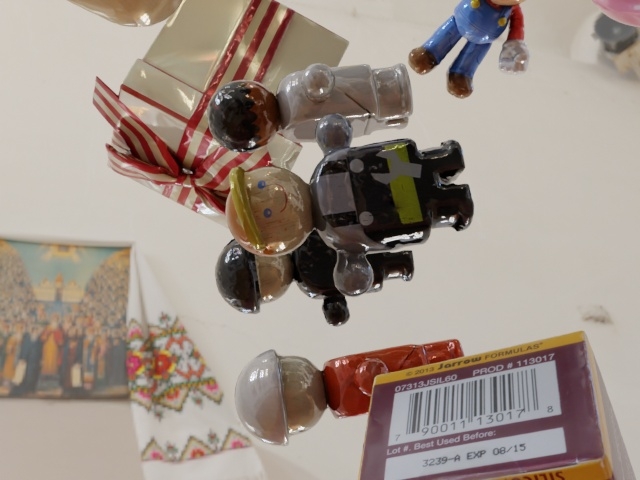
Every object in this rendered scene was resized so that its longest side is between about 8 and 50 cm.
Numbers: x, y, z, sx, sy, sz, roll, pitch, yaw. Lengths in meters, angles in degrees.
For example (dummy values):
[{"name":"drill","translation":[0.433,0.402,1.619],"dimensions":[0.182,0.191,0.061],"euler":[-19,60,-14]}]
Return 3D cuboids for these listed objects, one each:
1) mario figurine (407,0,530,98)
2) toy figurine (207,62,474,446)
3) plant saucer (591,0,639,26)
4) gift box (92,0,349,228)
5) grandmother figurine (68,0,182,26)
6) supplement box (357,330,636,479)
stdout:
[{"name":"mario figurine","translation":[0.275,-0.389,1.411],"dimensions":[0.198,0.170,0.320],"euler":[6,-46,-33]},{"name":"toy figurine","translation":[0.000,0.000,0.541],"dimensions":[0.148,0.213,0.209],"euler":[-9,-54,-5]},{"name":"plant saucer","translation":[0.393,-0.368,0.832],"dimensions":[0.084,0.332,0.332],"euler":[34,-61,-31]},{"name":"gift box","translation":[-0.136,-0.176,1.094],"dimensions":[0.255,0.258,0.276],"euler":[25,-25,-2]},{"name":"grandmother figurine","translation":[-0.054,-0.193,0.211],"dimensions":[0.104,0.208,0.342],"euler":[-9,-6,-15]},{"name":"supplement box","translation":[0.101,0.147,0.394],"dimensions":[0.104,0.081,0.188],"euler":[-16,-62,20]}]
